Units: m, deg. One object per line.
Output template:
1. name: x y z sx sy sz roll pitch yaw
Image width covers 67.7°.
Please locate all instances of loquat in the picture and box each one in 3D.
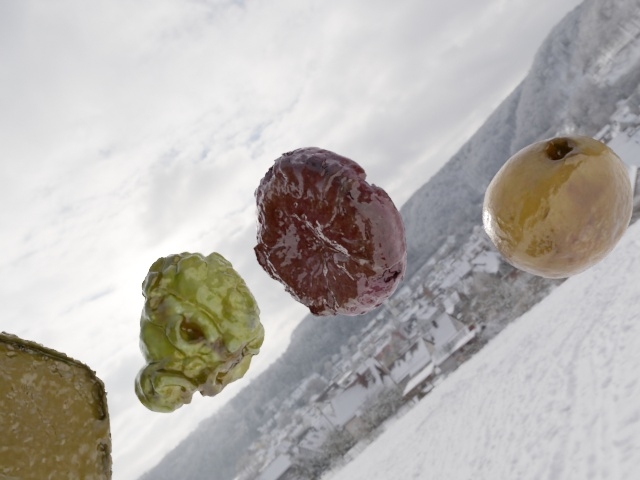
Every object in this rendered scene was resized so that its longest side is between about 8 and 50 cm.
1. loquat: 0.373 -0.049 0.757 0.238 0.193 0.238 -24 -45 -27

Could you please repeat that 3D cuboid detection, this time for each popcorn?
1. popcorn: -0.212 0.161 0.864 0.225 0.286 0.174 0 -14 1

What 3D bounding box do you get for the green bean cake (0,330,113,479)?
1. green bean cake: -0.349 0.223 0.506 0.131 0.224 0.230 -31 -40 12

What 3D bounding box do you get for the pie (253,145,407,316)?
1. pie: 0.000 0.000 0.380 0.038 0.153 0.153 -33 -15 -43
